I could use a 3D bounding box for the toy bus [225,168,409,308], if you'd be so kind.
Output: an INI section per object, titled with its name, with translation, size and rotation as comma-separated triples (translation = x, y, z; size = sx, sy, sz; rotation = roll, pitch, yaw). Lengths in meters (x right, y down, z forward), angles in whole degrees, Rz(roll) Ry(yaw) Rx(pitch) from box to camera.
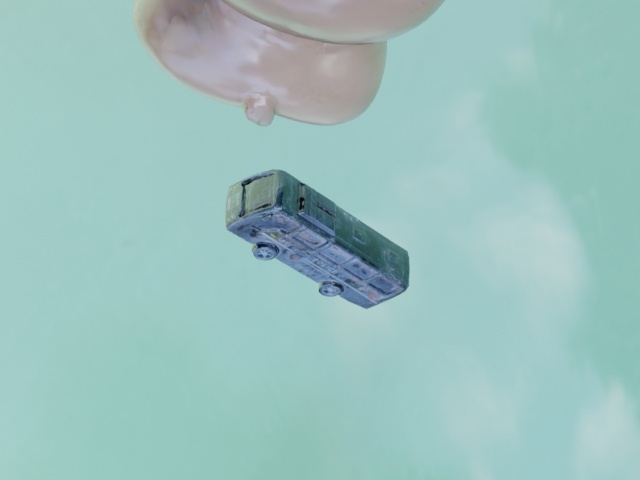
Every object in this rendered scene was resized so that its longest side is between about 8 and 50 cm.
[toy bus]
translation = 0.000, 0.000, 1.101
size = 0.065, 0.047, 0.166
rotation = -25, 139, 35

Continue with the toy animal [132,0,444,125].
[toy animal]
translation = -0.019, -0.182, 0.873
size = 0.210, 0.229, 0.221
rotation = 12, 110, -18
